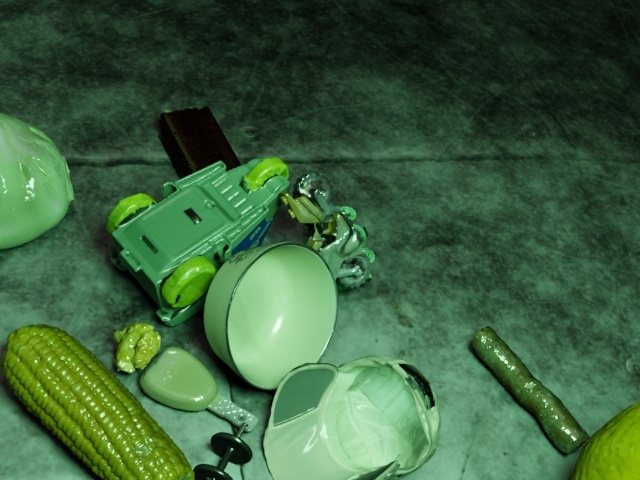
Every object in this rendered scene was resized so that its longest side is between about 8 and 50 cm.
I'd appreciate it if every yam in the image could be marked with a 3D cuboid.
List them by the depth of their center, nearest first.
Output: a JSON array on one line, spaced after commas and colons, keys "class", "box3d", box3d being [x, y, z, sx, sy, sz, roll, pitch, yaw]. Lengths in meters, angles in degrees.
[{"class": "yam", "box3d": [0.357, 0.257, 1.366, 0.061, 0.061, 0.253, -23, 60, -32]}]

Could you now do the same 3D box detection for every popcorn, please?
[{"class": "popcorn", "box3d": [-0.288, 0.170, 1.256, 0.084, 0.084, 0.084, 8, 48, -9]}]

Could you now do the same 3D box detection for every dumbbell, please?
[{"class": "dumbbell", "box3d": [-0.142, 0.326, 1.151, 0.069, 0.069, 0.147, 24, 47, 6]}]

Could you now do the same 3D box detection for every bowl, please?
[{"class": "bowl", "box3d": [-0.096, 0.112, 1.273, 0.126, 0.237, 0.238, 10, 35, 43]}]

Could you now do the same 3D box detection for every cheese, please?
[{"class": "cheese", "box3d": [-0.184, 0.242, 1.235, 0.192, 0.037, 0.097, 29, 49, 11]}]

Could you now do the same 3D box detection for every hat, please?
[{"class": "hat", "box3d": [0.051, 0.295, 1.191, 0.275, 0.161, 0.232, -30, 49, -9]}]

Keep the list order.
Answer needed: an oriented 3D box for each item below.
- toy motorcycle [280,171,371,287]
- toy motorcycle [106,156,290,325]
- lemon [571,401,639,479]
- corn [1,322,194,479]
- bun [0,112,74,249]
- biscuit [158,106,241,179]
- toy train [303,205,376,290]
[{"class": "toy motorcycle", "box3d": [0.000, 0.000, 1.356, 0.130, 0.229, 0.094, -32, 22, -11]}, {"class": "toy motorcycle", "box3d": [-0.188, -0.012, 1.367, 0.326, 0.200, 0.191, -34, 65, -24]}, {"class": "lemon", "box3d": [0.535, 0.385, 1.098, 0.350, 0.387, 0.349, 4, 68, -11]}, {"class": "corn", "box3d": [-0.327, 0.251, 1.133, 0.363, 0.120, 0.120, 41, 51, 18]}, {"class": "bun", "box3d": [-0.574, -0.128, 1.350, 0.293, 0.187, 0.293, 10, 47, -11]}, {"class": "biscuit", "box3d": [-0.234, -0.166, 1.560, 0.106, 0.070, 0.252, -14, 55, -27]}, {"class": "toy train", "box3d": [0.036, 0.012, 1.485, 0.105, 0.071, 0.178, -14, 55, -13]}]
